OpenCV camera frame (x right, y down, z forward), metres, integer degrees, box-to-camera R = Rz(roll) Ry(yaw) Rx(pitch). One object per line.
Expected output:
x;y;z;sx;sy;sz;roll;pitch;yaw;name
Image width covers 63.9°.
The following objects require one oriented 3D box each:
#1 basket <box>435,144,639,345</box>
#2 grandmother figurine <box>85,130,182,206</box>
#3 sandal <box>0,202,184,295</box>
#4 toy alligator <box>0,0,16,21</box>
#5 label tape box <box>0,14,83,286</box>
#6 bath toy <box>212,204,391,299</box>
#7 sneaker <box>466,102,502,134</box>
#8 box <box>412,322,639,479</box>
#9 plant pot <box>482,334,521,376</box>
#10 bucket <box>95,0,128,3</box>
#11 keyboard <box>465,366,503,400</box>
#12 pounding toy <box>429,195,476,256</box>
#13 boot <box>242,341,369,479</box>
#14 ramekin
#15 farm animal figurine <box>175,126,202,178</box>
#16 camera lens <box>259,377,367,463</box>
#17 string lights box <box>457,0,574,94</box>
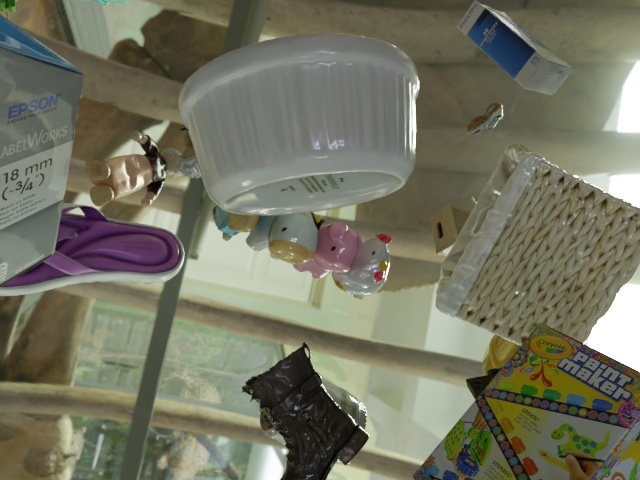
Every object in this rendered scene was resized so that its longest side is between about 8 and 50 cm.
0.417;0.016;1.010;0.331;0.267;0.328;-64;172;17;basket
-0.500;-0.203;1.444;0.342;0.104;0.207;-36;135;-64;grandmother figurine
-0.435;-0.004;0.902;0.102;0.416;0.169;-46;-123;39;sandal
-0.563;-0.447;0.905;0.056;0.051;0.189;-28;-121;58;toy alligator
-0.330;-0.143;0.428;0.333;0.241;0.106;-59;173;36;label tape box
0.000;0.000;0.846;0.129;0.348;0.151;-49;-139;16;bath toy
0.303;-0.214;0.936;0.083;0.037;0.032;-38;-139;-9;sneaker
0.335;0.325;0.694;0.279;0.290;0.177;-47;-149;-7;box
0.604;0.298;1.418;0.254;0.254;0.238;-91;-175;-52;plant pot
-0.529;-0.663;1.125;0.183;0.281;0.281;-37;157;-46;bucket
0.431;0.325;1.183;0.108;0.180;0.023;-96;176;-72;keyboard
0.425;-0.036;1.515;0.094;0.206;0.181;-38;-132;47;pounding toy
-0.063;0.346;0.935;0.263;0.229;0.091;-40;174;-22;boot
-0.017;-0.110;0.586;0.273;0.273;0.127;149;-66;-74;ramekin
-0.081;-0.165;1.054;0.327;0.331;0.172;-39;122;-73;farm animal figurine
-0.027;0.523;1.549;0.219;0.274;0.219;-53;-164;23;camera lens
0.461;-0.462;1.226;0.259;0.133;0.076;59;-46;31;string lights box
